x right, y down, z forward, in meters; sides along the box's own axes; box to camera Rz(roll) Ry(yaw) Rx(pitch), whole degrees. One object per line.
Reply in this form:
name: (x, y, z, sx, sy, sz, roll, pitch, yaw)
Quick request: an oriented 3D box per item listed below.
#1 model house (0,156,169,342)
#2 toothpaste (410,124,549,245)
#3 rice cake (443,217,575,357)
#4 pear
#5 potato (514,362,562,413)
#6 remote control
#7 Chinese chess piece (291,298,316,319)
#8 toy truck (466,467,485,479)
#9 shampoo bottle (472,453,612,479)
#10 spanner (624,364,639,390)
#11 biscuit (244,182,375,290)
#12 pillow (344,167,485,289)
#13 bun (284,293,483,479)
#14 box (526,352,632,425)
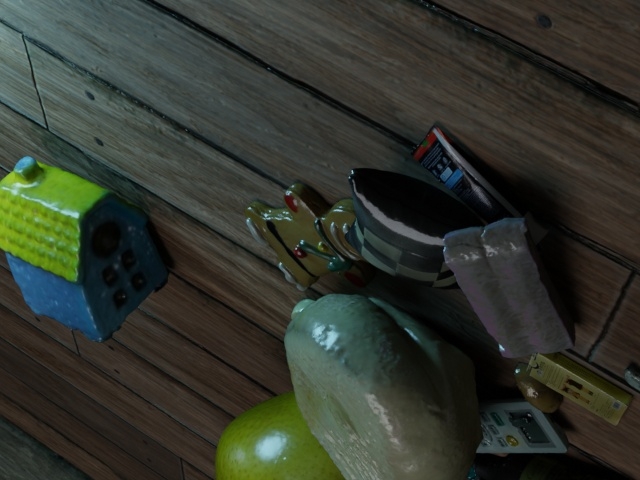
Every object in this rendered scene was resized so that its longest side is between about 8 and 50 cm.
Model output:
model house: (-0.444, -0.004, 2.193, 0.237, 0.215, 0.303, 20, 143, 34)
toothpaste: (0.197, -0.062, 1.502, 0.193, 0.045, 0.071, 42, 145, 5)
rice cake: (0.238, 0.066, 1.516, 0.106, 0.050, 0.298, -12, 147, 17)
pear: (0.010, 0.435, 2.133, 0.418, 0.362, 0.362, 24, 150, 30)
potato: (0.321, 0.219, 1.778, 0.093, 0.037, 0.036, 45, 147, -11)
remote control: (0.266, 0.287, 1.930, 0.293, 0.051, 0.103, -11, 119, 55)
Chinese chess piece: (-0.010, 0.136, 2.056, 0.084, 0.034, 0.084, 28, 150, 18)
toy truck: (0.287, 0.434, 2.144, 0.044, 0.039, 0.083, 30, 155, 53)
shampoo bottle: (0.354, 0.392, 1.928, 0.284, 0.101, 0.101, 16, 145, 37)
spanner: (0.515, 0.269, 1.637, 0.302, 0.017, 0.071, 46, 151, -15)
biscuit: (0.000, 0.000, 1.828, 0.197, 0.049, 0.301, 49, 150, -23)
pillow: (0.118, -0.010, 1.588, 0.186, 0.106, 0.250, 25, 164, 6)
bun: (0.107, 0.225, 1.851, 0.365, 0.219, 0.365, 45, 155, 27)
box: (0.363, 0.203, 1.719, 0.149, 0.020, 0.073, 31, 153, 15)
